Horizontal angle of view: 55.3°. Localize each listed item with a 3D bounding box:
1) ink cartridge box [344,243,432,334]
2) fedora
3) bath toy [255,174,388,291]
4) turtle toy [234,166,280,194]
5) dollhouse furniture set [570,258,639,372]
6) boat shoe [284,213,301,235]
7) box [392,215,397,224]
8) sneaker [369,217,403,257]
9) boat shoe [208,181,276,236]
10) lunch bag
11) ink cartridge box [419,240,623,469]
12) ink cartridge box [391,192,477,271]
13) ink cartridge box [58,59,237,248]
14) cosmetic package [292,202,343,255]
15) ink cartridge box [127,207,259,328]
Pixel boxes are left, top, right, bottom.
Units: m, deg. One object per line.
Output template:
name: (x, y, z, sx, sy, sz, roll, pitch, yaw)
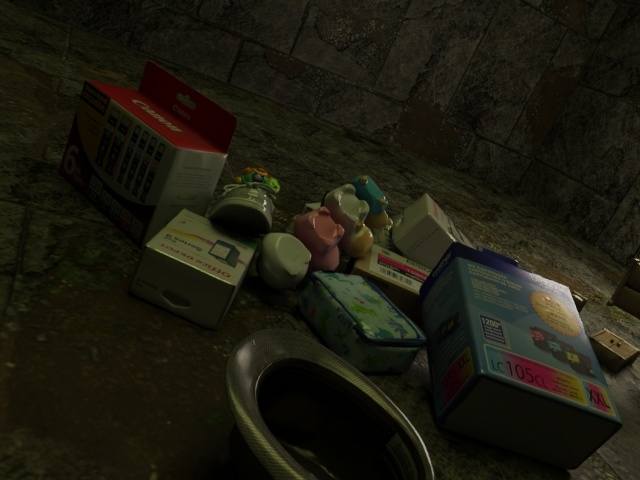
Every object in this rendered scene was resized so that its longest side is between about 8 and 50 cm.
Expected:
ink cartridge box: (0.169, 0.104, 1.330, 0.234, 0.088, 0.193, 24, 20, -2)
fedora: (-0.008, 0.238, 0.679, 0.275, 0.124, 0.243, 36, 22, 6)
bath toy: (0.000, 0.000, 1.223, 0.348, 0.129, 0.151, -35, 92, -41)
turtle toy: (-0.162, -0.156, 1.648, 0.130, 0.066, 0.095, 37, 22, 32)
dollhouse furniture set: (0.833, 0.154, 1.612, 0.303, 0.356, 0.173, 36, 21, 32)
boat shoe: (-0.032, -0.045, 1.515, 0.066, 0.063, 0.184, 32, 20, 19)
box: (0.286, -0.013, 1.818, 0.126, 0.072, 0.137, 36, 22, 32)
sneaker: (0.170, 0.011, 1.575, 0.087, 0.092, 0.229, 20, 20, -21)
boat shoe: (-0.147, -0.068, 1.191, 0.118, 0.103, 0.320, 10, -6, -4)
lunch bag: (0.074, 0.143, 1.108, 0.176, 0.090, 0.219, 13, 23, -40)
ink cartridge box: (0.333, 0.172, 1.106, 0.269, 0.151, 0.396, 21, 33, -12)
ink cartridge box: (0.306, 0.036, 1.498, 0.273, 0.114, 0.198, 47, 18, -9)
ink cartridge box: (-0.336, -0.179, 1.168, 0.309, 0.272, 0.130, 35, 21, 30)
cosmetic package: (0.029, -0.027, 1.463, 0.085, 0.117, 0.231, 30, 20, 21)
ink cartridge box: (-0.203, 0.041, 1.022, 0.154, 0.093, 0.212, 25, 20, -3)
